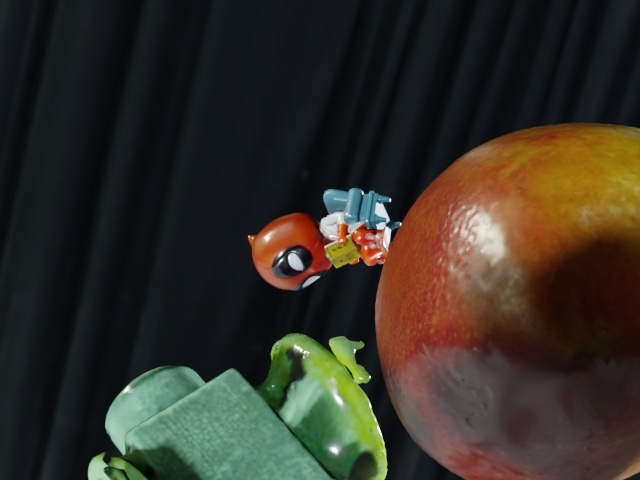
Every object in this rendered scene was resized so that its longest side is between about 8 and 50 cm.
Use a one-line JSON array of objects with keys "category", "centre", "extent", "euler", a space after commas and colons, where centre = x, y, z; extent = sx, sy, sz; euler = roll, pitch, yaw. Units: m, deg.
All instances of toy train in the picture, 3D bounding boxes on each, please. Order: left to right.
[{"category": "toy train", "centre": [-0.010, 0.180, 0.962], "extent": [0.159, 0.188, 0.272], "euler": [-30, 59, -24]}]

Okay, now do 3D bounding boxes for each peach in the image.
[{"category": "peach", "centre": [0.187, 0.054, 1.507], "extent": [0.307, 0.308, 0.332], "euler": [15, 4, 1]}]

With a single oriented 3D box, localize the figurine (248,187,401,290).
[{"category": "figurine", "centre": [0.000, 0.000, 1.729], "extent": [0.140, 0.068, 0.075], "euler": [-10, 53, 19]}]
